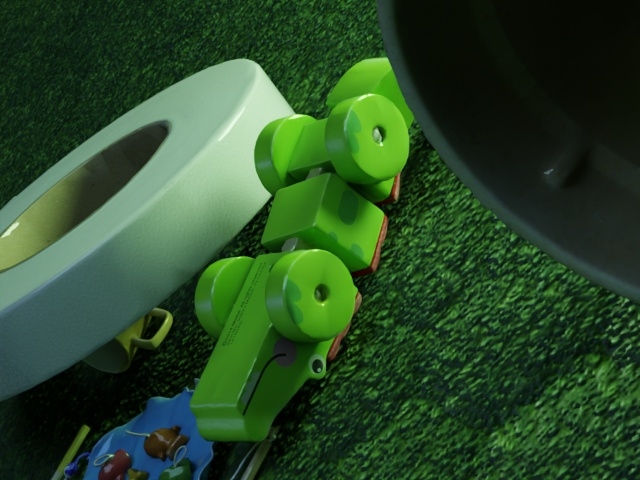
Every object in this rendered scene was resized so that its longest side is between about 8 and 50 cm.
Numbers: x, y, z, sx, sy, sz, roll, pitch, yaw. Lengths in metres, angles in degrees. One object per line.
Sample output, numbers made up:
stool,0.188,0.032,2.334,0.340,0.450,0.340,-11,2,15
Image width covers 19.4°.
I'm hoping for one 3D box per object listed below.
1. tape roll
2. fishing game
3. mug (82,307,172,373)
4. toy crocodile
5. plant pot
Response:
tape roll,-0.188,-0.011,1.593,0.392,0.072,0.392,-34,18,12
fishing game,-0.141,0.181,1.394,0.264,0.041,0.189,-2,52,53
mug,-0.166,0.072,1.576,0.064,0.078,0.062,-58,-6,-38
toy crocodile,0.000,0.000,1.374,0.115,0.105,0.340,-13,48,49
plant pot,0.249,-0.171,1.021,0.334,0.334,0.305,-13,32,50
